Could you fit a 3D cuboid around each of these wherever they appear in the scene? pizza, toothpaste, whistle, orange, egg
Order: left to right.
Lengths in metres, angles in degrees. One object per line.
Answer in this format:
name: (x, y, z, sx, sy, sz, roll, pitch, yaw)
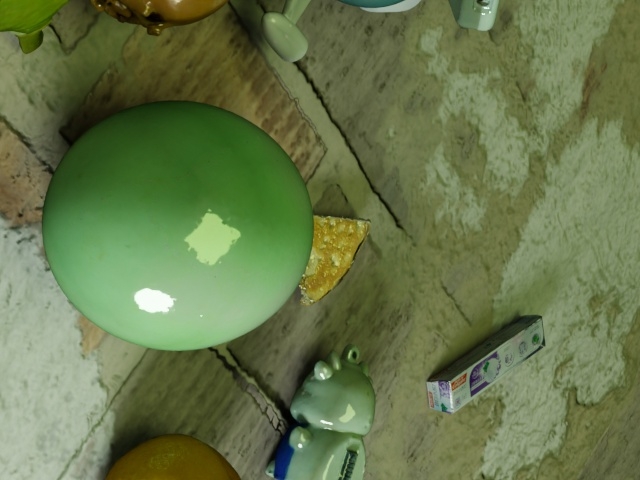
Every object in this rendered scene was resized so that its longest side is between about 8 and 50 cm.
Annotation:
orange: (-0.139, 0.268, 1.685, 0.159, 0.136, 0.159, -25, 123, -45)
egg: (-0.121, -0.013, 1.545, 0.270, 0.220, 0.220, 4, 99, -52)
whistle: (-0.001, 0.228, 1.872, 0.110, 0.092, 0.244, 21, 85, -53)
pizza: (0.000, 0.000, 1.849, 0.123, 0.026, 0.108, -53, 134, -20)
toothpaste: (0.204, 0.147, 2.130, 0.196, 0.040, 0.047, -30, 120, -41)

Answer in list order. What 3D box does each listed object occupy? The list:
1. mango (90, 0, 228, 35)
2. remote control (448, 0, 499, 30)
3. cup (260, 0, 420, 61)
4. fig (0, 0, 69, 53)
mango: (-0.110, -0.317, 1.513, 0.201, 0.153, 0.287, 26, 80, -41)
remote control: (0.174, -0.371, 1.794, 0.128, 0.065, 0.335, 94, 5, -53)
cup: (0.045, -0.302, 1.704, 0.299, 0.167, 0.173, -54, 157, -1)
fig: (-0.271, -0.271, 1.342, 0.233, 0.314, 0.233, 0, 89, -8)
